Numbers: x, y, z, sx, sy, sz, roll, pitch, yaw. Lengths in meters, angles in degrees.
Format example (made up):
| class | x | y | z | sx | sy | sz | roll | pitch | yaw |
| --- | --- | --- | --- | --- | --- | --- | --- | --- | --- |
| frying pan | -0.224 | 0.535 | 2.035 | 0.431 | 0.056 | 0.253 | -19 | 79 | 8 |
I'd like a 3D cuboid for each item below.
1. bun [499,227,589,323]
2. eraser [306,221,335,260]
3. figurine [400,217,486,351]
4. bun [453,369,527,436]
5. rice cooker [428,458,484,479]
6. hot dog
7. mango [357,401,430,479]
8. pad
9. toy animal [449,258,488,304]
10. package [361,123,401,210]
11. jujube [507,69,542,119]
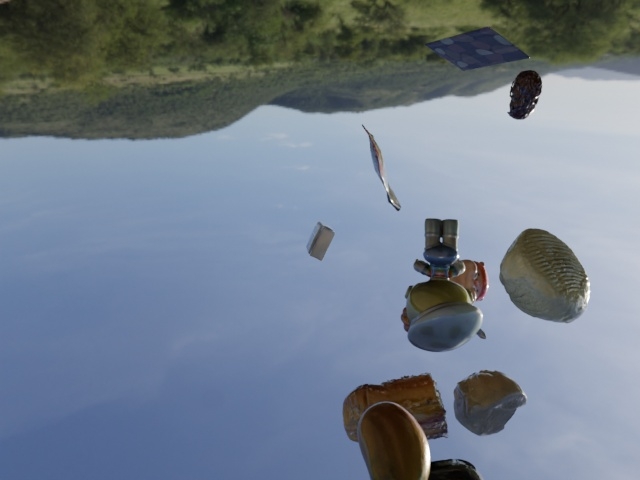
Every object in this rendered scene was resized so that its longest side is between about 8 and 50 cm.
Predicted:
| class | x | y | z | sx | sy | sz | roll | pitch | yaw |
| --- | --- | --- | --- | --- | --- | --- | --- | --- | --- |
| bun | 0.489 | 0.087 | 1.215 | 0.220 | 0.220 | 0.134 | -19 | 161 | -44 |
| eraser | 0.000 | 0.000 | 2.132 | 0.067 | 0.125 | 0.210 | 26 | -175 | -7 |
| figurine | 0.324 | 0.126 | 1.561 | 0.224 | 0.382 | 0.205 | -12 | 174 | 5 |
| bun | 0.640 | 0.617 | 2.149 | 0.281 | 0.282 | 0.205 | -10 | -147 | -24 |
| rice cooker | 0.373 | 0.766 | 1.597 | 0.224 | 0.267 | 0.267 | -8 | -163 | 4 |
| hot dog | 0.261 | 0.622 | 1.990 | 0.365 | 0.367 | 0.196 | -13 | -130 | 6 |
| mango | 0.188 | 0.524 | 1.362 | 0.175 | 0.139 | 0.255 | -1 | -133 | -18 |
| pad | 0.391 | -0.480 | 1.392 | 0.158 | 0.003 | 0.235 | 20 | 178 | -30 |
| toy animal | 0.477 | 0.144 | 1.893 | 0.197 | 0.172 | 0.171 | -2 | -163 | 3 |
| package | 0.153 | -0.180 | 1.387 | 0.030 | 0.154 | 0.239 | -22 | 156 | 6 |
| jujube | 0.704 | -0.495 | 1.878 | 0.104 | 0.166 | 0.104 | 3 | -159 | -1 |
